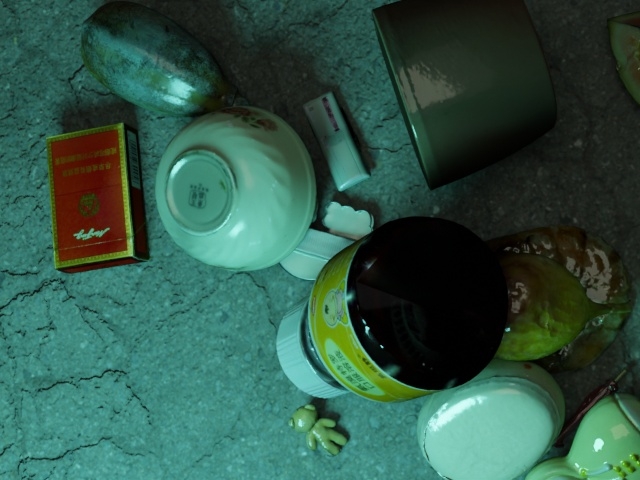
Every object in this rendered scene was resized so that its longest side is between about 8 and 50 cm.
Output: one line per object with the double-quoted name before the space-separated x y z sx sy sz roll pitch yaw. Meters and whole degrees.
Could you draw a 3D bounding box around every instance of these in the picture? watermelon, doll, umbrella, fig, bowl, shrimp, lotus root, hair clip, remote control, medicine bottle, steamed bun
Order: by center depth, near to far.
"medicine bottle" 0.085 0.125 1.533 0.242 0.395 0.243 7 69 -18
"fig" 0.342 0.096 1.557 0.257 0.159 0.159 0 81 -17
"doll" 0.406 0.325 1.557 0.296 0.117 0.141 -45 111 7
"steamed bun" 0.255 0.260 1.592 0.228 0.131 0.177 -40 98 25
"umbrella" 0.404 0.254 1.617 0.027 0.025 0.165 43 97 -3
"watermelon" 0.534 -0.266 1.627 0.193 0.137 0.145 1 117 15
"shrimp" 0.295 0.107 1.650 0.365 0.071 0.233 -16 84 7
"doll" -0.005 0.303 1.705 0.093 0.051 0.061 39 87 15
"bowl" -0.156 -0.080 1.716 0.277 0.145 0.277 2 95 26
"hair clip" 0.000 0.000 1.750 0.220 0.054 0.140 17 91 19
"remote control" 0.027 -0.167 1.775 0.065 0.029 0.166 -26 76 11
"lotus root" -0.266 -0.293 1.816 0.322 0.140 0.158 30 90 14

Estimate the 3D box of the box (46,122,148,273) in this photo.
"box" -0.387 -0.072 1.853 0.153 0.074 0.240 -8 79 10

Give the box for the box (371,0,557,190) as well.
"box" 0.217 -0.242 1.605 0.216 0.301 0.301 -19 78 7
